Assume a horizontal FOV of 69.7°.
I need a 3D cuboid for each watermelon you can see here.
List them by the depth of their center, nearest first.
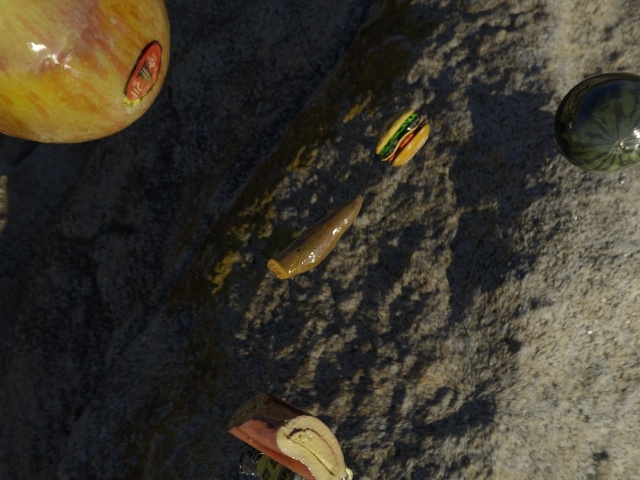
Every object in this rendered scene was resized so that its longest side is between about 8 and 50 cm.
[{"bbox_3d":[0.600,-0.247,0.962,0.212,0.212,0.212,-6,70,16],"label":"watermelon"}]

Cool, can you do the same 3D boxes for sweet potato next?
[{"bbox_3d":[0.000,0.000,0.945,0.243,0.077,0.077,-37,65,3],"label":"sweet potato"}]

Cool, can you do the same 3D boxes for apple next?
[{"bbox_3d":[-0.240,-0.191,0.395,0.210,0.188,0.211,0,85,3],"label":"apple"}]

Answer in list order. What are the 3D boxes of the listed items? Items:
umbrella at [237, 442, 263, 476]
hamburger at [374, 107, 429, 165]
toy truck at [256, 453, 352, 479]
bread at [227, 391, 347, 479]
[{"bbox_3d":[-0.193,0.732,1.522,0.110,0.272,0.122,-38,94,-36],"label":"umbrella"},{"bbox_3d":[0.222,-0.281,1.259,0.115,0.162,0.162,41,87,4],"label":"hamburger"},{"bbox_3d":[-0.074,0.439,0.718,0.272,0.124,0.157,-62,28,-5],"label":"toy truck"},{"bbox_3d":[-0.053,0.259,0.628,0.192,0.119,0.067,20,55,23],"label":"bread"}]
